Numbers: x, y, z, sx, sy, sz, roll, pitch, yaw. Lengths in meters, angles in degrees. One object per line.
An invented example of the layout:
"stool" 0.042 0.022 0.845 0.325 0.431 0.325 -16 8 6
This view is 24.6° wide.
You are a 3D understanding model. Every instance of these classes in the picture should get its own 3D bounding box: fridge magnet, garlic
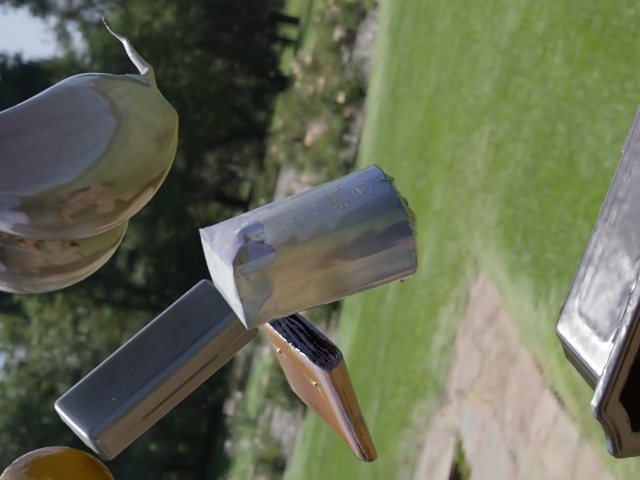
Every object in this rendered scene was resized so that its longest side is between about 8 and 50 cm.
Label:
"fridge magnet" -0.306 0.302 1.697 0.143 0.143 0.063 -82 1 -45
"garlic" -0.309 -0.075 1.782 0.340 0.246 0.231 -37 -30 -31

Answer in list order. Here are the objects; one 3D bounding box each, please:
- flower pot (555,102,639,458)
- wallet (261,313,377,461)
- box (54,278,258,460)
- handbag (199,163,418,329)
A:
"flower pot" 0.228 0.000 0.876 0.084 0.179 0.250 38 119 46
"wallet" -0.002 0.165 1.796 0.195 0.042 0.161 37 156 54
"box" -0.193 0.151 1.740 0.244 0.103 0.055 -41 -47 -16
"handbag" 0.000 0.000 1.142 0.117 0.173 0.095 -136 32 -65
